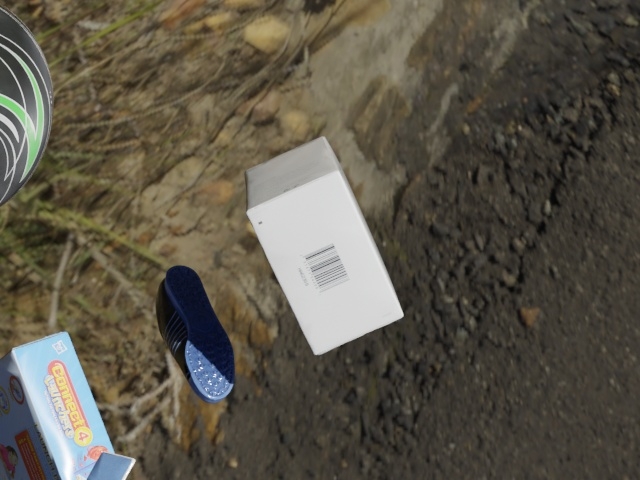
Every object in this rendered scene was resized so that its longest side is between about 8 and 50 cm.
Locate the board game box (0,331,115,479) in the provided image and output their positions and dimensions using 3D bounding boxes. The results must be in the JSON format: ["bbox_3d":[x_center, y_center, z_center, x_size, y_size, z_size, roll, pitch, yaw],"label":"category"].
[{"bbox_3d":[-0.405,0.321,1.613,0.302,0.086,0.308,-30,80,52],"label":"board game box"}]

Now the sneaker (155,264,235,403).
[{"bbox_3d":[-0.195,0.155,1.691,0.081,0.232,0.090,-4,148,-27],"label":"sneaker"}]

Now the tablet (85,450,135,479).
[{"bbox_3d":[-0.214,0.244,1.063,0.054,0.083,0.006,1,145,44],"label":"tablet"}]

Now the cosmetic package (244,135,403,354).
[{"bbox_3d":[0.000,0.000,1.534,0.138,0.225,0.224,-24,108,2],"label":"cosmetic package"}]

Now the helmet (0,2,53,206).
[{"bbox_3d":[-0.274,-0.099,0.797,0.169,0.169,0.161,-35,142,16],"label":"helmet"}]
